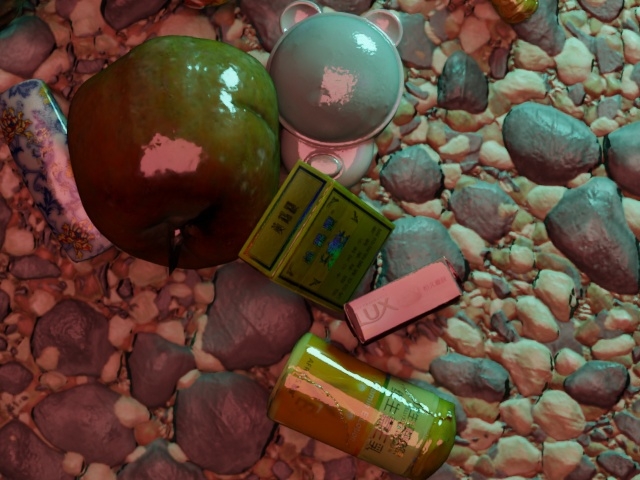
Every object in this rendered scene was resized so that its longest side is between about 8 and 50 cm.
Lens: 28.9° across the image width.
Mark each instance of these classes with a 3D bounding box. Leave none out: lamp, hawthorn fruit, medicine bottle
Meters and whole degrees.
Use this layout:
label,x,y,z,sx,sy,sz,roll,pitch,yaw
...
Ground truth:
label,x,y,z,sx,sy,sz,roll,pitch,yaw
lamp,0.015,-0.183,1.600,0.179,0.108,0.246,7,90,6
hawthorn fruit,-0.170,-0.086,1.515,0.268,0.268,0.301,-4,66,1
medicine bottle,0.057,0.219,1.587,0.239,0.124,0.124,24,90,3

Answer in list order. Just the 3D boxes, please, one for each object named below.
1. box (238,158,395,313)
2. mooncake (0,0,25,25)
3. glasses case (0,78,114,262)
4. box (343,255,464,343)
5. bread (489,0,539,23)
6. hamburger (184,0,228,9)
label,x,y,z,sx,sy,sz,roll,pitch,yaw
box,0.000,0.000,1.540,0.064,0.220,0.141,33,91,25
mooncake,-0.470,-0.365,1.575,0.228,0.124,0.228,-6,114,-13
glasses case,-0.346,-0.091,1.628,0.087,0.065,0.248,-28,90,3
box,0.106,0.079,1.592,0.156,0.111,0.060,-25,81,0
bread,0.225,-0.351,1.626,0.052,0.044,0.157,-37,89,-2
hamburger,-0.138,-0.404,1.587,0.173,0.116,0.210,42,109,2
